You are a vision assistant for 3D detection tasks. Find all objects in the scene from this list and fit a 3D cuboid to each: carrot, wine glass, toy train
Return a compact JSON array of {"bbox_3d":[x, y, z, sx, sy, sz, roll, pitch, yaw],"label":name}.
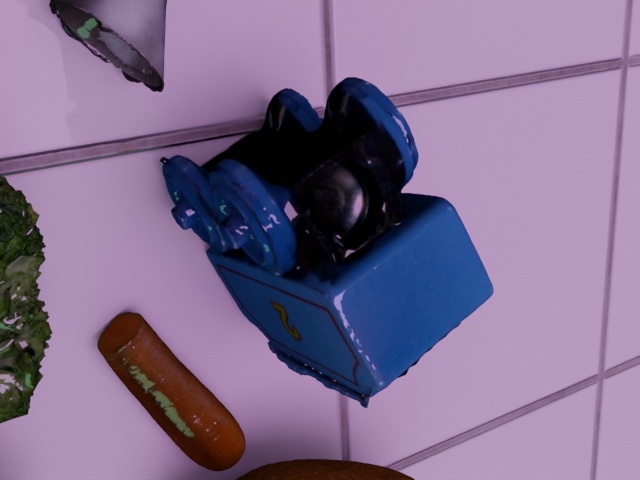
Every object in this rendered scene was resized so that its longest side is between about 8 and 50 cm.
[{"bbox_3d":[-0.151,0.171,0.890,0.067,0.067,0.225,-42,122,-16],"label":"carrot"},{"bbox_3d":[-0.135,-0.237,0.739,0.122,0.122,0.183,41,79,-36],"label":"wine glass"},{"bbox_3d":[0.000,0.000,0.789,0.188,0.300,0.265,-36,111,-19],"label":"toy train"}]

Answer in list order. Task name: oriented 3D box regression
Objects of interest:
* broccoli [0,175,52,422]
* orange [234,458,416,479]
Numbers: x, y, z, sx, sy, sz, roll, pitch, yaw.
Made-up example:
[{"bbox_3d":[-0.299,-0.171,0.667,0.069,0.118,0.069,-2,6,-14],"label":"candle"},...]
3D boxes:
[{"bbox_3d":[-0.357,0.074,0.569,0.413,0.309,0.321,-2,106,-58],"label":"broccoli"},{"bbox_3d":[0.002,0.394,0.918,0.356,0.322,0.322,23,92,-27],"label":"orange"}]
